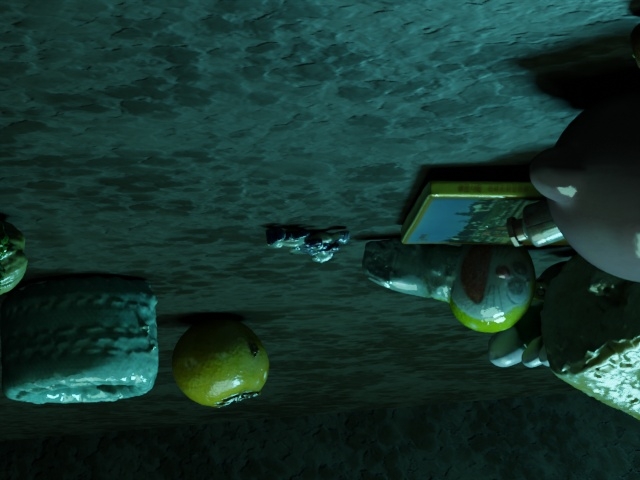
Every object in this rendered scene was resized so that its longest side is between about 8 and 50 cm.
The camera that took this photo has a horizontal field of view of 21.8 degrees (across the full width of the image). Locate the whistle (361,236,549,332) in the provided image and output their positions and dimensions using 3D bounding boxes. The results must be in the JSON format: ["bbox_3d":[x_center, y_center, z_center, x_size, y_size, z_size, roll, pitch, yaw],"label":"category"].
[{"bbox_3d":[0.159,0.039,1.936,0.223,0.123,0.123,12,168,2],"label":"whistle"}]

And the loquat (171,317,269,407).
[{"bbox_3d":[-0.146,0.177,2.437,0.141,0.141,0.141,-3,168,-1],"label":"loquat"}]

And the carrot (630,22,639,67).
[{"bbox_3d":[0.318,-0.158,1.199,0.191,0.047,0.047,-12,166,21],"label":"carrot"}]

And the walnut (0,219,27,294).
[{"bbox_3d":[-0.353,0.018,1.750,0.092,0.092,0.092,-3,168,-1],"label":"walnut"}]

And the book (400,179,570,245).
[{"bbox_3d":[0.284,-0.026,1.778,0.374,0.028,0.262,1,171,-4],"label":"book"}]

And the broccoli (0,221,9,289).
[{"bbox_3d":[-0.404,0.066,1.555,0.270,0.270,0.270,-23,156,-11],"label":"broccoli"}]

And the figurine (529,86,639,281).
[{"bbox_3d":[0.273,-0.047,1.407,0.173,0.173,0.173,-3,168,-1],"label":"figurine"}]

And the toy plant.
[{"bbox_3d":[0.310,0.080,1.997,0.232,0.112,0.243,-34,-172,-20],"label":"toy plant"}]

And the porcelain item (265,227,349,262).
[{"bbox_3d":[0.000,0.000,1.903,0.075,0.021,0.136,-14,165,25],"label":"porcelain item"}]

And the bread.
[{"bbox_3d":[0.356,0.074,1.770,0.246,0.176,0.195,25,132,-38],"label":"bread"}]

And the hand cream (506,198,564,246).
[{"bbox_3d":[0.281,-0.038,1.613,0.209,0.043,0.067,-18,162,22],"label":"hand cream"}]

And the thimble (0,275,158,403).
[{"bbox_3d":[-0.304,0.131,2.150,0.235,0.143,0.198,-10,167,34],"label":"thimble"}]
